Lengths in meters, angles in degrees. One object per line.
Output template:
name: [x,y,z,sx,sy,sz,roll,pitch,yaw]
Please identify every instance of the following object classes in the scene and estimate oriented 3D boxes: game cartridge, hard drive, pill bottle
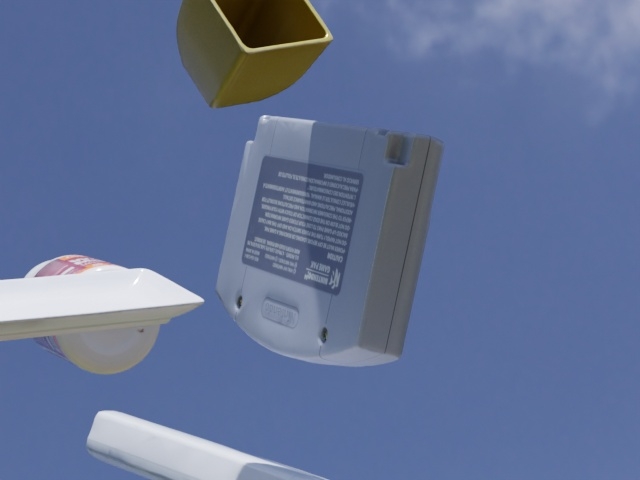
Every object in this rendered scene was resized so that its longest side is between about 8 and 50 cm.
game cartridge: [0.000,0.000,1.370,0.062,0.198,0.297,7,4,-26]
hard drive: [-0.011,0.209,1.313,0.233,0.047,0.353,23,-9,-31]
pill bottle: [-0.272,0.080,1.884,0.121,0.121,0.221,13,-1,-25]

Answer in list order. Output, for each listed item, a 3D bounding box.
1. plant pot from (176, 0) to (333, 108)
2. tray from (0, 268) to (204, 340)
plant pot: [-0.056,-0.140,1.182,0.081,0.081,0.083,-14,-30,-38]
tray: [-0.265,0.066,1.624,0.270,0.145,0.030,-5,-74,-30]
